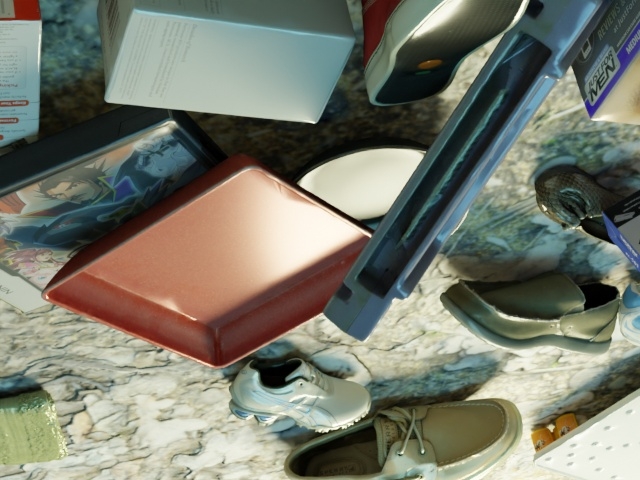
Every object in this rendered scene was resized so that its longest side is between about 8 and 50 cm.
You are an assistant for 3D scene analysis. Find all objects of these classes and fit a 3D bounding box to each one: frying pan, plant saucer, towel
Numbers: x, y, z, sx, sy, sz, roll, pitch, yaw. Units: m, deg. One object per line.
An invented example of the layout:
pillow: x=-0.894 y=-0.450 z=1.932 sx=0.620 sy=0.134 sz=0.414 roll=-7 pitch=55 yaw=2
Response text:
frying pan: x=0.029 y=0.001 z=1.405 sx=0.197 sy=0.053 sz=0.326 roll=5 pitch=143 yaw=-20
plant saucer: x=-0.086 y=0.018 z=1.309 sx=0.259 sy=0.047 sz=0.258 roll=-29 pitch=145 yaw=26
towel: x=-0.355 y=0.221 z=1.613 sx=0.110 sy=0.027 sz=0.148 roll=-7 pitch=145 yaw=-6

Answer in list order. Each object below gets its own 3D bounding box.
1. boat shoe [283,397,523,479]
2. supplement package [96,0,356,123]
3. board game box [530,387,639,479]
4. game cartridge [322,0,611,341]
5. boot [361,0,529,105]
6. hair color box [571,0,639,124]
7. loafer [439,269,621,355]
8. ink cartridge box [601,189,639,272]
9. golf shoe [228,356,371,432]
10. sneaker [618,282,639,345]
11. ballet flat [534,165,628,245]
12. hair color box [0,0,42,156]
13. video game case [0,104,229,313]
boat shoe: x=0.102 y=0.259 z=1.730 sx=0.302 sy=0.109 sz=0.098 roll=-18 pitch=145 yaw=17
supplement package: x=-0.077 y=-0.171 z=1.100 sx=0.179 sy=0.105 sz=0.105 roll=5 pitch=140 yaw=-20
board game box: x=0.541 y=0.230 z=1.859 sx=0.390 sy=0.050 sz=0.390 roll=21 pitch=132 yaw=-37
game cartridge: x=0.138 y=-0.096 z=1.140 sx=0.068 sy=0.230 sz=0.355 roll=37 pitch=123 yaw=7
boot: x=0.070 y=-0.215 z=0.996 sx=0.088 sy=0.176 sz=0.244 roll=-8 pitch=171 yaw=-16
hair color box: x=0.410 y=-0.184 z=1.220 sx=0.339 sy=0.110 sz=0.185 roll=5 pitch=142 yaw=-19
loafer: x=0.238 y=0.067 z=1.538 sx=0.251 sy=0.094 sz=0.087 roll=8 pitch=116 yaw=-39
ink cartridge box: x=0.395 y=-0.039 z=1.373 sx=0.207 sy=0.097 sz=0.046 roll=-30 pitch=136 yaw=-2
golf shoe: x=-0.016 y=0.174 z=1.616 sx=0.176 sy=0.069 sz=0.086 roll=2 pitch=136 yaw=-20
sneaker: x=0.458 y=0.064 z=1.589 sx=0.237 sy=0.085 sz=0.086 roll=-12 pitch=137 yaw=-5
ballet flat: x=0.326 y=-0.016 z=1.460 sx=0.250 sy=0.058 sz=0.084 roll=18 pitch=135 yaw=-34
hair color box: x=-0.278 y=-0.135 z=1.134 sx=0.093 sy=0.053 sz=0.167 roll=-3 pitch=142 yaw=-16
video game case: x=-0.214 y=-0.025 z=1.265 sx=0.275 sy=0.035 sz=0.248 roll=-21 pitch=156 yaw=10
